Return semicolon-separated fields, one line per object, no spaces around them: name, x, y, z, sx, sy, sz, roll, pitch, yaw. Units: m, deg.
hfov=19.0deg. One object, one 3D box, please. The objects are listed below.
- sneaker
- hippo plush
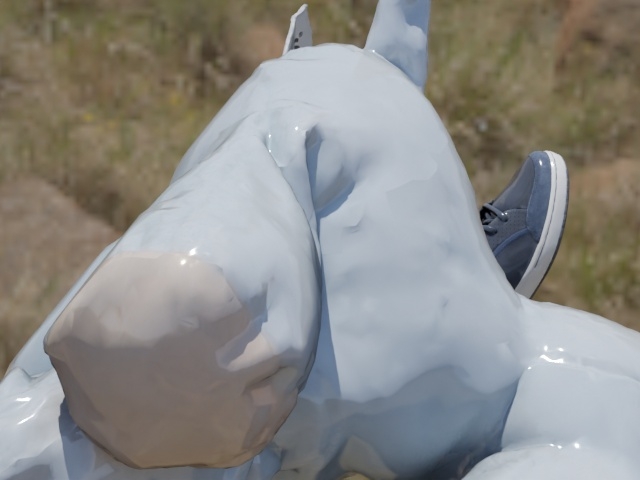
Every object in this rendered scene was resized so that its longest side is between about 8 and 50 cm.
sneaker;0.097;0.008;1.560;0.163;0.226;0.086;25;2;-18
hippo plush;0.021;0.070;0.686;0.236;0.234;0.294;39;46;-5
